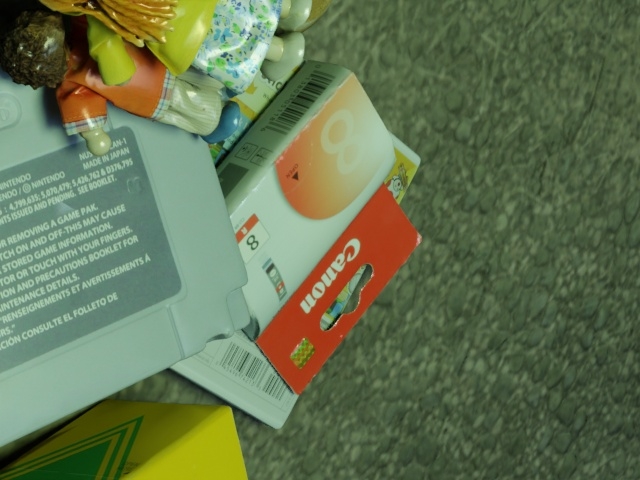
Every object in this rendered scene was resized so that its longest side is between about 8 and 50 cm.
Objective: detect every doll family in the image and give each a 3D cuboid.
[{"bbox_3d":[-0.079,-0.175,0.929,0.163,0.118,0.263,14,78,-36],"label":"doll family"}]

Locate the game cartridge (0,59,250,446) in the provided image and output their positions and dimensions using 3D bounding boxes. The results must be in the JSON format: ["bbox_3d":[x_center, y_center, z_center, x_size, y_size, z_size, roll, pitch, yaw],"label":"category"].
[{"bbox_3d":[-0.179,0.005,0.949,0.294,0.060,0.196,-24,106,-37],"label":"game cartridge"}]

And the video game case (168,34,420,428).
[{"bbox_3d":[-0.048,-0.013,1.140,0.227,0.026,0.206,36,79,-46],"label":"video game case"}]

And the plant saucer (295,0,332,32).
[{"bbox_3d":[-0.014,-0.164,1.123,0.083,0.015,0.083,-20,120,-40],"label":"plant saucer"}]

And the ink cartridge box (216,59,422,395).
[{"bbox_3d":[0.000,0.000,1.143,0.145,0.045,0.179,-51,132,-18],"label":"ink cartridge box"}]

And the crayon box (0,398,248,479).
[{"bbox_3d":[-0.136,0.316,1.022,0.313,0.106,0.363,-32,116,-50],"label":"crayon box"}]
